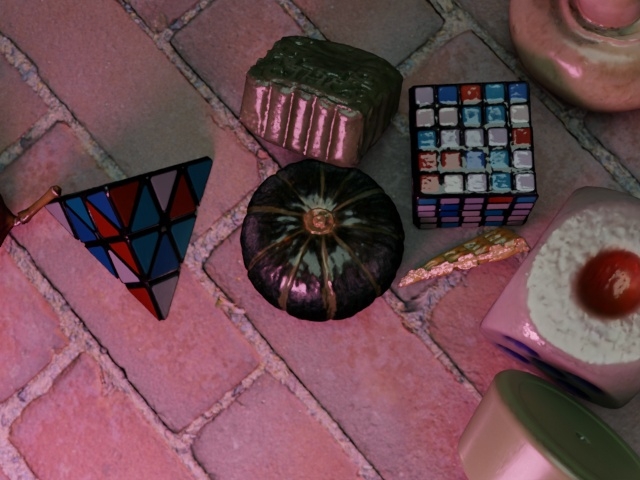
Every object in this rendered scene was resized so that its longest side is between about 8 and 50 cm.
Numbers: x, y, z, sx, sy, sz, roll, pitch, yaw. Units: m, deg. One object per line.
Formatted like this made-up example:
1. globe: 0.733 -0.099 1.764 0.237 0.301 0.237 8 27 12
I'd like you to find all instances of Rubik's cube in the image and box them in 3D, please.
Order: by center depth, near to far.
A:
1. Rubik's cube: 0.228 -0.127 1.751 0.187 0.184 0.182 -2 76 2
2. Rubik's cube: -0.276 0.016 1.770 0.284 0.250 0.234 -15 95 -5

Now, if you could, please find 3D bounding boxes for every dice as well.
1. dice: 0.399 0.085 1.657 0.243 0.251 0.259 33 81 9

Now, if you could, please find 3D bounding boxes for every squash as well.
1. squash: 0.000 0.000 1.747 0.252 0.165 0.252 -1 71 2

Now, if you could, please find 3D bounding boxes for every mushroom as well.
1. mushroom: 0.421 -0.351 1.765 0.356 0.315 0.315 2 74 -31

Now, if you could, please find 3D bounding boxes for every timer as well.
1. timer: 0.272 0.387 1.613 0.291 0.291 0.315 41 106 12

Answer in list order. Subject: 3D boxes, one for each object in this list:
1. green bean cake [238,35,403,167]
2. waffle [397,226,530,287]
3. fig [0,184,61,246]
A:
1. green bean cake: 0.001 -0.226 1.777 0.223 0.227 0.125 18 121 12
2. waffle: 0.215 0.037 1.749 0.191 0.125 0.032 -26 104 -4
3. fig: -0.559 -0.031 1.803 0.250 0.186 0.203 2 98 -32
